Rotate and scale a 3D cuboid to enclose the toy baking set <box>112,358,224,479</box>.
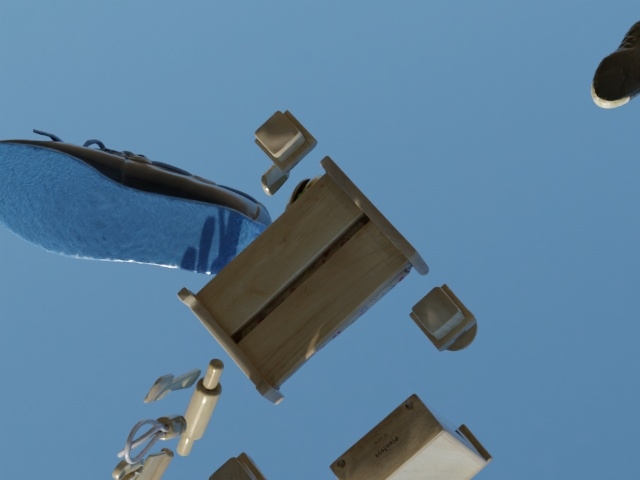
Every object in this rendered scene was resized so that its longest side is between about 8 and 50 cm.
[{"bbox_3d":[-0.169,0.214,2.165,0.030,0.256,0.197,34,-140,11],"label":"toy baking set"}]

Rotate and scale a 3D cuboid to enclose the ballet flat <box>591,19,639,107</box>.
[{"bbox_3d":[0.335,-0.185,2.146,0.057,0.049,0.173,31,-136,11],"label":"ballet flat"}]

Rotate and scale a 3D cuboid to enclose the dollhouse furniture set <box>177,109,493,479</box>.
[{"bbox_3d":[-0.018,0.113,1.909,0.303,0.174,0.355,-42,-115,2],"label":"dollhouse furniture set"}]

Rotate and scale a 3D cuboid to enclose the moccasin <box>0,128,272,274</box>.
[{"bbox_3d":[-0.222,-0.034,2.241,0.342,0.137,0.117,19,-160,6],"label":"moccasin"}]

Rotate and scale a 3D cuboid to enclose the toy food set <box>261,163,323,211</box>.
[{"bbox_3d":[0.000,0.000,2.003,0.039,0.192,0.132,-6,-157,23],"label":"toy food set"}]
